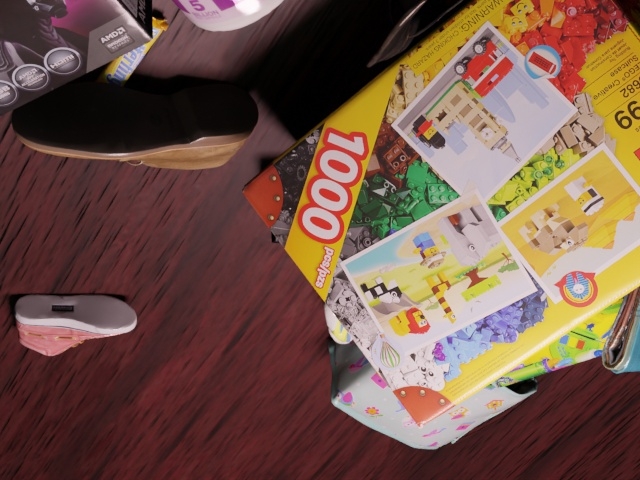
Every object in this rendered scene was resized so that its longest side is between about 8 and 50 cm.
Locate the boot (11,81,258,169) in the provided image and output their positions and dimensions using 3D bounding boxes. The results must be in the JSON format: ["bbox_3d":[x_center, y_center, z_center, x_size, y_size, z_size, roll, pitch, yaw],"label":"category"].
[{"bbox_3d":[-0.235,-0.126,1.766,0.305,0.112,0.115,-2,151,-22],"label":"boot"}]

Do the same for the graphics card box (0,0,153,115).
[{"bbox_3d":[-0.378,-0.316,1.552,0.233,0.094,0.371,-23,137,17],"label":"graphics card box"}]

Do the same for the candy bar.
[{"bbox_3d":[-0.239,-0.222,1.735,0.040,0.018,0.161,20,133,-28],"label":"candy bar"}]

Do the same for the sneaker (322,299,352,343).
[{"bbox_3d":[0.062,0.059,2.043,0.126,0.091,0.240,-9,138,1],"label":"sneaker"}]

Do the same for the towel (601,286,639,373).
[{"bbox_3d":[0.532,0.045,1.943,0.370,0.040,0.271,-3,113,-46],"label":"towel"}]

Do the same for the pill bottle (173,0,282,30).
[{"bbox_3d":[-0.152,-0.370,1.465,0.169,0.169,0.301,-25,135,19],"label":"pill bottle"}]

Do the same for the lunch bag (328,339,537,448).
[{"bbox_3d":[0.177,0.208,2.181,0.223,0.160,0.262,-36,126,28],"label":"lunch bag"}]

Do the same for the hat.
[{"bbox_3d":[0.138,-0.329,1.541,0.331,0.331,0.134,-37,89,29],"label":"hat"}]

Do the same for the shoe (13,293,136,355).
[{"bbox_3d":[-0.360,0.126,2.081,0.178,0.063,0.081,4,139,-5],"label":"shoe"}]

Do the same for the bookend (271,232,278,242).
[{"bbox_3d":[0.000,0.000,1.912,0.157,0.156,0.072,0,178,-7],"label":"bookend"}]

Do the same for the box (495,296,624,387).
[{"bbox_3d":[0.323,0.026,1.979,0.279,0.177,0.290,-19,137,13],"label":"box"}]

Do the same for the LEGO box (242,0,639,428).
[{"bbox_3d":[0.220,-0.074,1.682,0.500,0.193,0.372,-38,89,26],"label":"LEGO box"}]
